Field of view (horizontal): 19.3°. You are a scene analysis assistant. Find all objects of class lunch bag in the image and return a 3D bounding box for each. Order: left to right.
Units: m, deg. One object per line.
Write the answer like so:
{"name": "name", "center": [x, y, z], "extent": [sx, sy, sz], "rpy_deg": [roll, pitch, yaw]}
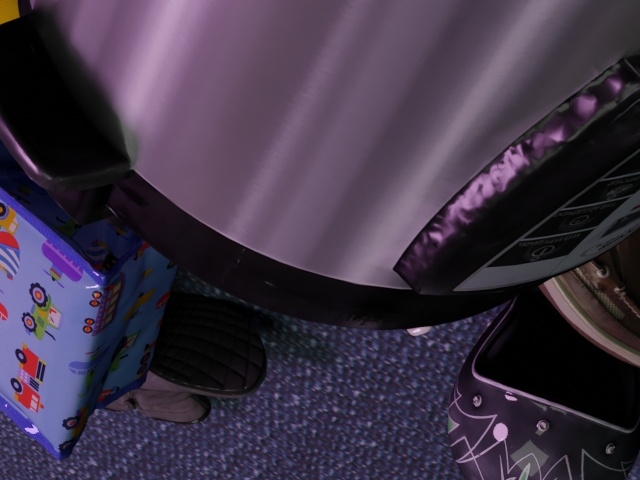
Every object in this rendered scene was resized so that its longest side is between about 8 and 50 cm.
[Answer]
{"name": "lunch bag", "center": [-0.277, 0.004, 1.577], "extent": [0.293, 0.138, 0.221], "rpy_deg": [31, 132, 13]}

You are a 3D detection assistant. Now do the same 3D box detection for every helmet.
{"name": "helmet", "center": [0.177, 0.139, 1.480], "extent": [0.169, 0.161, 0.169], "rpy_deg": [17, 146, 12]}

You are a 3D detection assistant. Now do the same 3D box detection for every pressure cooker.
{"name": "pressure cooker", "center": [0.046, -0.165, 0.943], "extent": [0.370, 0.375, 0.420], "rpy_deg": [18, 144, -10]}

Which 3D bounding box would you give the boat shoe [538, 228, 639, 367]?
{"name": "boat shoe", "center": [0.199, -0.001, 1.334], "extent": [0.257, 0.095, 0.095], "rpy_deg": [37, 139, -19]}

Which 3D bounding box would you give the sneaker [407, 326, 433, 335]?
{"name": "sneaker", "center": [0.000, 0.000, 1.463], "extent": [0.229, 0.092, 0.087], "rpy_deg": [18, 148, 13]}

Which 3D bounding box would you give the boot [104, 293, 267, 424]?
{"name": "boot", "center": [-0.133, 0.119, 1.749], "extent": [0.246, 0.083, 0.161], "rpy_deg": [11, 152, 29]}

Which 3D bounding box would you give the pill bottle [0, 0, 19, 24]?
{"name": "pill bottle", "center": [-0.233, -0.199, 1.309], "extent": [0.118, 0.117, 0.208], "rpy_deg": [5, 142, 27]}
